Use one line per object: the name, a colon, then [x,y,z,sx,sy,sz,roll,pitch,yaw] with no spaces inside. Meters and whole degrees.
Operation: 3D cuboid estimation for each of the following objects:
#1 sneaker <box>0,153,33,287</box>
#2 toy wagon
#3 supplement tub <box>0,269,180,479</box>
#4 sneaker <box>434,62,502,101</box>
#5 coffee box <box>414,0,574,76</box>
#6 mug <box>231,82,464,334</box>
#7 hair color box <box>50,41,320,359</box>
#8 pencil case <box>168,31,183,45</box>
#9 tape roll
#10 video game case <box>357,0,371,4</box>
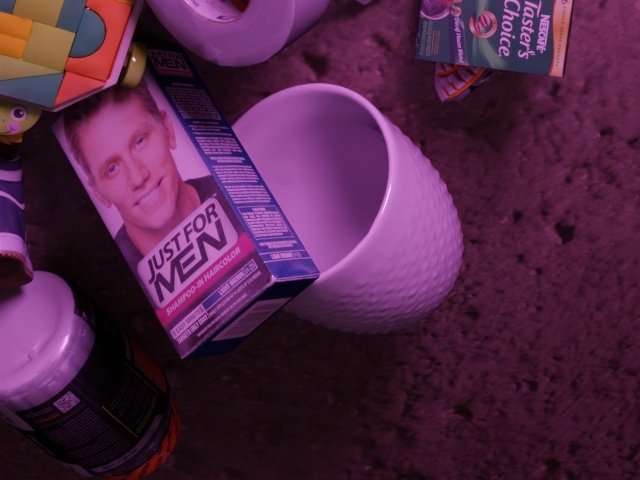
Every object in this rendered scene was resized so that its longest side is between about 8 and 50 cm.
sneaker: [-0.432,-0.025,1.898,0.099,0.153,0.282,-6,170,-14]
toy wagon: [-0.319,-0.243,1.617,0.267,0.068,0.344,14,118,-19]
supplement tub: [-0.351,0.208,2.093,0.207,0.207,0.338,-24,139,11]
sneaker: [0.228,-0.250,1.837,0.083,0.084,0.215,17,130,-39]
coffee box: [0.212,-0.265,1.755,0.184,0.040,0.113,10,110,10]
mug: [0.000,0.000,1.922,0.374,0.276,0.328,-20,152,22]
hair color box: [-0.167,-0.049,1.735,0.174,0.347,0.105,-41,161,27]
pencil case: [-0.078,-0.286,1.621,0.104,0.104,0.236,25,153,-38]
tape roll: [-0.096,-0.291,1.496,0.072,0.219,0.219,-42,158,-39]
video game case: [0.101,-0.340,1.670,0.190,0.022,0.173,-29,170,16]
